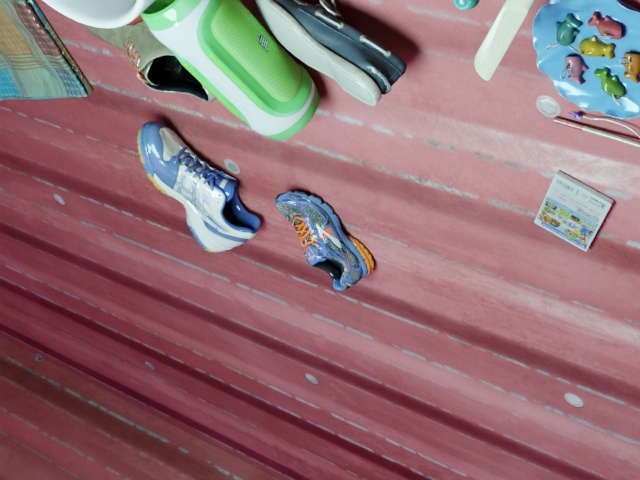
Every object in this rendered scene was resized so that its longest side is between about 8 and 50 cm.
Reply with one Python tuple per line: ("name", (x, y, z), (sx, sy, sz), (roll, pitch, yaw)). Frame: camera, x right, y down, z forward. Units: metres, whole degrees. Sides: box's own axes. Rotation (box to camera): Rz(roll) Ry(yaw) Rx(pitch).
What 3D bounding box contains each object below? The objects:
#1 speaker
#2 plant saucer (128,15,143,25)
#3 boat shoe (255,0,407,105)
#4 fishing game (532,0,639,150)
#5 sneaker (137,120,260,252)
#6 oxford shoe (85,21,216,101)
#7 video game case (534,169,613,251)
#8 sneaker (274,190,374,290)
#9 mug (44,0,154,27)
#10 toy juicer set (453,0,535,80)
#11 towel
("speaker", (-0.128, -0.274, 1.566), (0.131, 0.131, 0.296), (8, 155, 44))
("plant saucer", (-0.278, -0.449, 1.566), (0.259, 0.047, 0.258), (-12, 122, 37))
("boat shoe", (0.011, -0.286, 1.495), (0.254, 0.079, 0.095), (40, 168, 30))
("fishing game", (0.331, -0.213, 1.279), (0.189, 0.041, 0.264), (23, 147, 32))
("sneaker", (-0.220, -0.113, 2.009), (0.131, 0.112, 0.296), (-15, 124, 35))
("oxford shoe", (-0.273, -0.318, 1.728), (0.348, 0.130, 0.123), (21, 146, 29))
("video game case", (0.357, -0.041, 1.516), (0.087, 0.011, 0.122), (31, 150, 14))
("sneaker", (0.000, 0.000, 1.902), (0.221, 0.087, 0.083), (44, 150, -8))
("mug", (-0.191, -0.470, 1.223), (0.276, 0.328, 0.374), (44, 150, -9))
("toy juicer set", (0.169, -0.370, 1.211), (0.329, 0.089, 0.209), (51, 137, -4))
("towel", (-0.634, -0.390, 2.137), (0.370, 0.040, 0.271), (6, 138, 44))
